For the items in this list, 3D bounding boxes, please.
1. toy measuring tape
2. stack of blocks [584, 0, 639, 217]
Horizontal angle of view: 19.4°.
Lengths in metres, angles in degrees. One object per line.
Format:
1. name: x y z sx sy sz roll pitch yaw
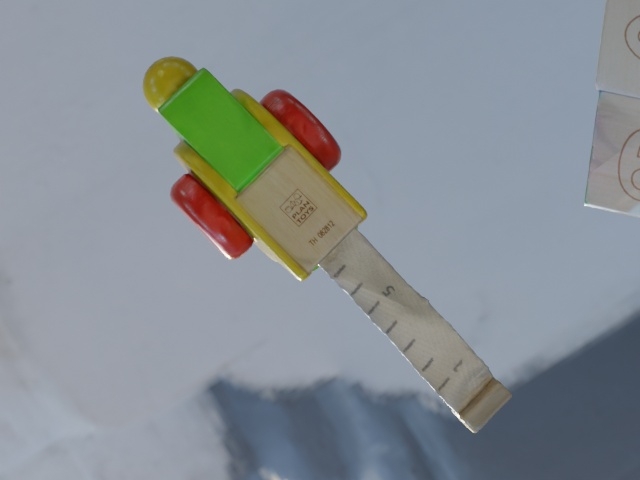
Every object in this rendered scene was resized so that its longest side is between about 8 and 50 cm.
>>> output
1. toy measuring tape: 0.000 0.000 1.271 0.330 0.121 0.121 46 169 6
2. stack of blocks: 0.153 -0.152 0.599 0.087 0.171 0.297 14 117 20
